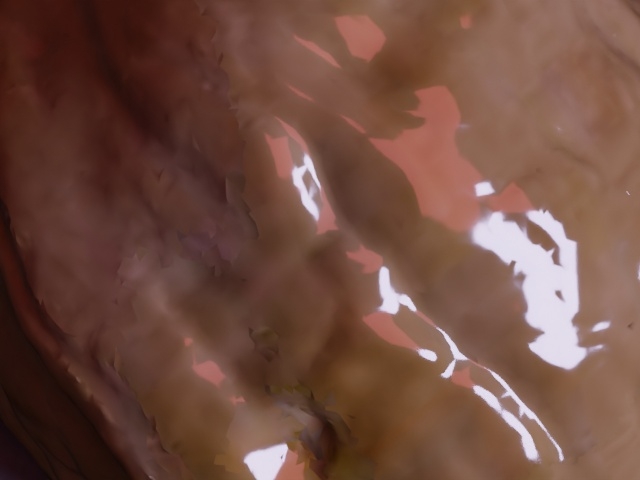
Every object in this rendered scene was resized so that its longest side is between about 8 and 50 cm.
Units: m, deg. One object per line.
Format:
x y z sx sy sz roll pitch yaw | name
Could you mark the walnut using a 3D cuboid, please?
0.001 -0.001 0.613 0.313 0.277 0.252 46 67 -12 | walnut
